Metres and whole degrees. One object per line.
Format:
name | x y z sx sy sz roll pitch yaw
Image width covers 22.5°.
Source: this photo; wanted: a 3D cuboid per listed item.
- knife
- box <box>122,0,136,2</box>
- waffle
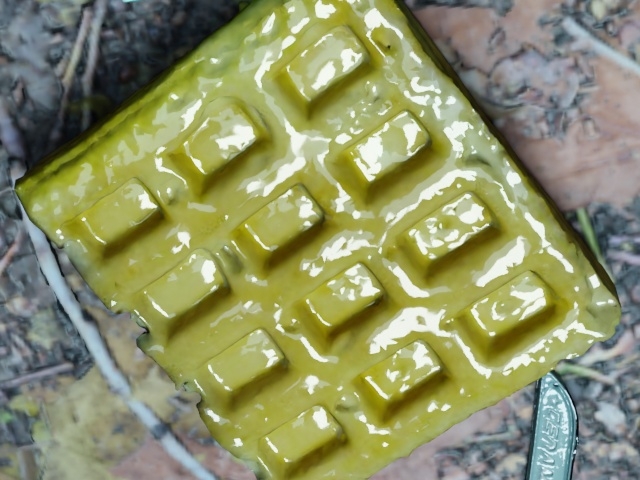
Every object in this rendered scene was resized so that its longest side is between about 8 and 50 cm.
knife | 0.126 0.166 0.922 0.028 0.015 0.210 7 113 7
box | -0.014 -0.269 0.673 0.205 0.118 0.311 -9 109 -4
waffle | 0.000 0.000 0.839 0.221 0.055 0.248 -34 106 16
